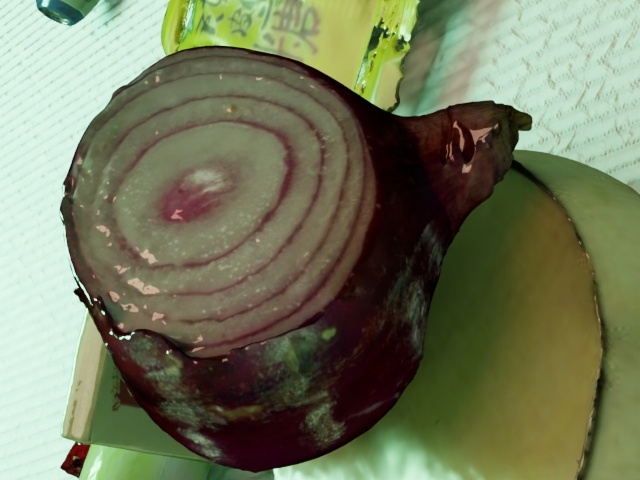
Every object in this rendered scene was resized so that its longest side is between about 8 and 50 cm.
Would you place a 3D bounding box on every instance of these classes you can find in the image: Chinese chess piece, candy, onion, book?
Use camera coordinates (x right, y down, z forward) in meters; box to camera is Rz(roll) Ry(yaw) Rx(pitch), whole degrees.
[{"bbox_3d":[0.081,0.082,0.777,0.257,0.104,0.257,-27,56,47],"label":"Chinese chess piece"},{"bbox_3d":[-0.019,-0.181,1.038,0.297,0.081,0.187,24,98,55],"label":"candy"},{"bbox_3d":[0.000,0.000,0.730,0.218,0.140,0.195,-24,44,1],"label":"onion"},{"bbox_3d":[-0.059,0.043,0.890,0.022,0.232,0.162,6,81,27],"label":"book"}]

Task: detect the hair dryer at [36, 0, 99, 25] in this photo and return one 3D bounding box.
[{"bbox_3d":[-0.145,-0.264,1.281,0.199,0.067,0.167,-7,65,42],"label":"hair dryer"}]

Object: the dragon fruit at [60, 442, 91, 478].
[{"bbox_3d":[-0.109,0.122,1.047,0.106,0.083,0.162,-62,5,-17],"label":"dragon fruit"}]

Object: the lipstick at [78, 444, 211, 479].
[{"bbox_3d":[-0.075,0.056,0.966,0.076,0.076,0.304,-14,51,51],"label":"lipstick"}]
